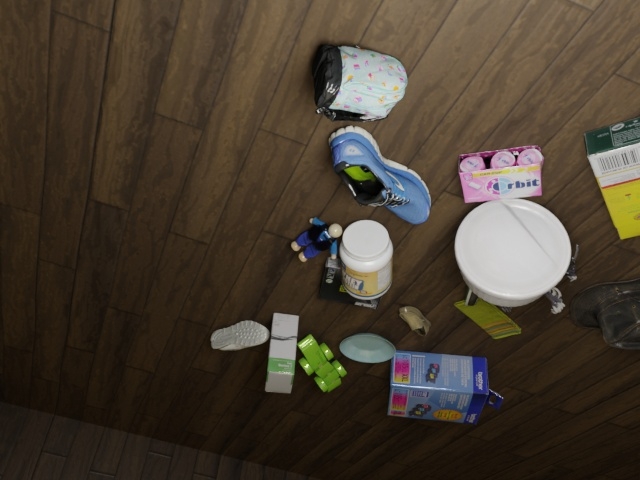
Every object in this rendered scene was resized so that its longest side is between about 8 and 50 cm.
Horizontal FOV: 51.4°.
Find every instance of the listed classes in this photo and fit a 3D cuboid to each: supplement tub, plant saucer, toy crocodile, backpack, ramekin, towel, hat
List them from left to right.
[{"bbox_3d":[-0.002,0.444,2.391,0.115,0.105,0.340,-39,135,-8],"label":"toy crocodile"},{"bbox_3d":[0.082,-0.316,1.341,0.182,0.152,0.115,9,154,-21],"label":"backpack"},{"bbox_3d":[0.125,0.054,1.810,0.144,0.144,0.200,3,142,8],"label":"supplement tub"},{"bbox_3d":[0.164,0.362,2.296,0.194,0.037,0.195,5,144,4],"label":"plant saucer"},{"bbox_3d":[0.527,0.245,2.086,0.102,0.021,0.237,-26,131,36],"label":"towel"},{"bbox_3d":[0.466,0.039,1.641,0.272,0.273,0.127,2,154,8],"label":"ramekin"},{"bbox_3d":[0.900,0.238,1.915,0.331,0.134,0.331,5,143,4],"label":"hat"}]

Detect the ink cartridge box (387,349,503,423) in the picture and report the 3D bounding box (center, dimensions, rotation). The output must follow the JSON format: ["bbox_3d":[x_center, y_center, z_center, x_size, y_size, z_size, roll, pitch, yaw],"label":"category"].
[{"bbox_3d":[0.442,0.528,2.373,0.395,0.151,0.270,3,143,5],"label":"ink cartridge box"}]

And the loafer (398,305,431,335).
[{"bbox_3d":[0.304,0.257,2.121,0.056,0.050,0.148,-27,131,37],"label":"loafer"}]

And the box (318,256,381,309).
[{"bbox_3d":[0.098,0.130,1.999,0.190,0.045,0.184,11,141,-2],"label":"box"}]

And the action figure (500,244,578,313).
[{"bbox_3d":[0.600,0.101,1.779,0.141,0.164,0.275,37,145,-16],"label":"action figure"}]

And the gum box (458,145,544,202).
[{"bbox_3d":[0.424,-0.153,1.549,0.188,0.062,0.107,-5,141,17],"label":"gum box"}]

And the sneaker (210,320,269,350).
[{"bbox_3d":[-0.269,0.340,2.327,0.235,0.090,0.095,-10,152,28],"label":"sneaker"}]

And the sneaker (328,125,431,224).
[{"bbox_3d":[0.138,-0.121,1.578,0.330,0.147,0.129,34,136,-30],"label":"sneaker"}]

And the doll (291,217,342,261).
[{"bbox_3d":[0.000,0.000,1.813,0.129,0.046,0.189,56,139,-2],"label":"doll"}]

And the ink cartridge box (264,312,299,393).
[{"bbox_3d":[-0.129,0.375,2.222,0.092,0.219,0.160,7,144,-3],"label":"ink cartridge box"}]

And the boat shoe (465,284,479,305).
[{"bbox_3d":[0.454,0.115,1.879,0.068,0.081,0.228,8,141,8],"label":"boat shoe"}]

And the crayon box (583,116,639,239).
[{"bbox_3d":[0.734,-0.141,1.491,0.202,0.081,0.318,-14,137,27],"label":"crayon box"}]
